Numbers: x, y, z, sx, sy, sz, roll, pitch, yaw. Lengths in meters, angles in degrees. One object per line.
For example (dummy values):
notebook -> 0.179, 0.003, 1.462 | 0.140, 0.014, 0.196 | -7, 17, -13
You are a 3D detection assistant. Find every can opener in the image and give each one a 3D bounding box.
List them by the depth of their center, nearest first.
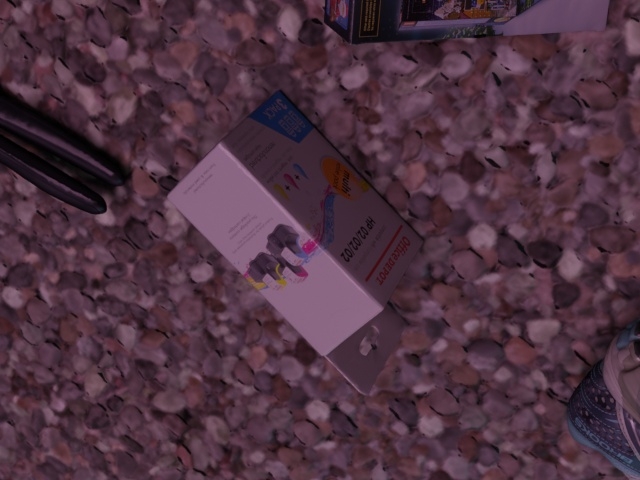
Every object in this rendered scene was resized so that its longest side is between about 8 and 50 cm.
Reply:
can opener -> -0.226, -0.077, 0.885 | 0.186, 0.073, 0.059 | 22, 82, 6

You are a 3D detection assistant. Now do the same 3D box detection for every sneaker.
sneaker -> 0.283, 0.161, 0.788 | 0.283, 0.110, 0.122 | 41, 139, 1

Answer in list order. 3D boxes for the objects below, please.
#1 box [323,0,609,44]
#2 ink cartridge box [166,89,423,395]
box -> 0.089, -0.223, 0.642 | 0.159, 0.044, 0.233 | -6, 118, -19
ink cartridge box -> 0.000, 0.000, 0.798 | 0.181, 0.104, 0.061 | 46, 122, -6
